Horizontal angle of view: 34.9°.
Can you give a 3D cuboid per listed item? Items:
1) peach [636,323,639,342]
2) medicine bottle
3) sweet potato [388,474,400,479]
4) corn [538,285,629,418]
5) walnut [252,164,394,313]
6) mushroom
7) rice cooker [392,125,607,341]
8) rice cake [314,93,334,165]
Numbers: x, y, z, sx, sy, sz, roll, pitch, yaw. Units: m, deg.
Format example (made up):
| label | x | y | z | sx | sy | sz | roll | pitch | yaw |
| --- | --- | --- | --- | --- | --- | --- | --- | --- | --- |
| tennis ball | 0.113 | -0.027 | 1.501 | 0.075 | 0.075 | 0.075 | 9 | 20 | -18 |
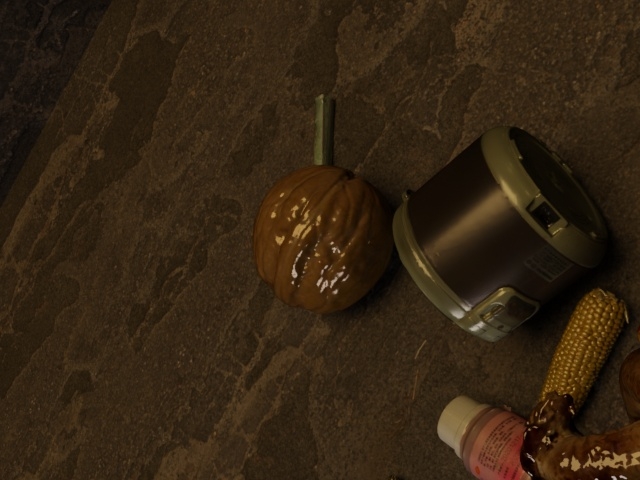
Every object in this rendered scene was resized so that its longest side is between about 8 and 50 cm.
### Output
| label | x | y | z | sx | sy | sz | roll | pitch | yaw |
| --- | --- | --- | --- | --- | --- | --- | --- | --- | --- |
| peach | 0.621 | 0.147 | 1.631 | 0.226 | 0.190 | 0.196 | -31 | 66 | 25 |
| medicine bottle | 0.334 | 0.381 | 1.858 | 0.247 | 0.147 | 0.147 | 28 | 97 | 44 |
| sweet potato | 0.130 | 0.591 | 2.042 | 0.081 | 0.062 | 0.233 | -10 | 67 | 24 |
| corn | 0.465 | 0.209 | 1.825 | 0.091 | 0.091 | 0.260 | -129 | 61 | -78 |
| walnut | 0.000 | 0.000 | 2.188 | 0.333 | 0.333 | 0.332 | -14 | 68 | 39 |
| mushroom | 0.516 | 0.317 | 1.548 | 0.334 | 0.356 | 0.331 | -106 | 17 | -65 |
| rice cooker | 0.319 | -0.003 | 1.861 | 0.325 | 0.335 | 0.335 | -42 | 53 | 25 |
| rice cake | 0.009 | -0.244 | 2.414 | 0.034 | 0.043 | 0.210 | -16 | 67 | 44 |
